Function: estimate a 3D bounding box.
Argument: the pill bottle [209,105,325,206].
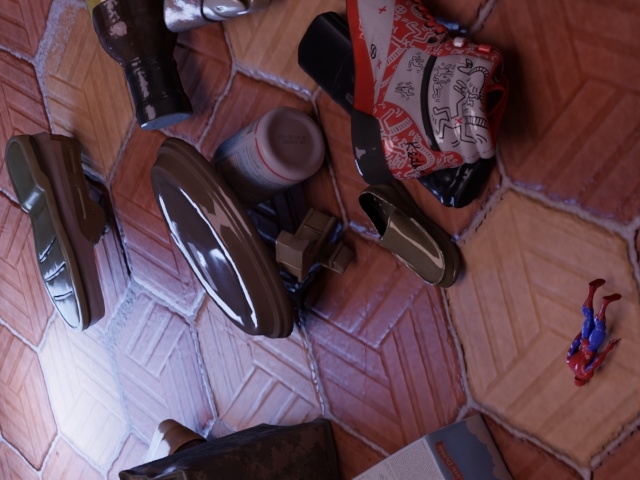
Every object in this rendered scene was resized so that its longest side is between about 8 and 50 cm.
[{"bbox_3d":[-0.072,-0.090,1.450,0.160,0.087,0.087,-25,81,53],"label":"pill bottle"}]

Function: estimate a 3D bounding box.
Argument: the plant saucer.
[{"bbox_3d":[-0.125,0.006,1.494,0.278,0.041,0.278,50,162,23],"label":"plant saucer"}]

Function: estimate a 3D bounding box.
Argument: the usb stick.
[{"bbox_3d":[0.070,-0.139,1.292,0.278,0.045,0.077,47,126,32],"label":"usb stick"}]

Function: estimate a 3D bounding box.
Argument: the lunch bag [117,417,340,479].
[{"bbox_3d":[-0.083,0.380,1.491,0.169,0.235,0.287,-14,89,47],"label":"lunch bag"}]

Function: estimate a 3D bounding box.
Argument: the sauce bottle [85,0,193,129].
[{"bbox_3d":[-0.245,-0.311,1.580,0.111,0.111,0.344,-24,80,52],"label":"sauce bottle"}]

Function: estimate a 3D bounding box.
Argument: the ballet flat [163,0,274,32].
[{"bbox_3d":[-0.085,-0.320,1.388,0.106,0.107,0.316,50,137,16],"label":"ballet flat"}]

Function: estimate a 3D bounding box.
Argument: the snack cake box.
[{"bbox_3d":[0.153,0.333,1.299,0.152,0.089,0.264,-41,69,47],"label":"snack cake box"}]

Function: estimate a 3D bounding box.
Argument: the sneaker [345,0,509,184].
[{"bbox_3d":[0.105,-0.182,1.209,0.145,0.090,0.270,-9,60,15],"label":"sneaker"}]

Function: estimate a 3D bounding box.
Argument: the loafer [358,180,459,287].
[{"bbox_3d":[0.088,-0.005,1.306,0.148,0.050,0.056,50,136,30],"label":"loafer"}]

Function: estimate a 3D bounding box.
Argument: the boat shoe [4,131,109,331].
[{"bbox_3d":[-0.361,-0.020,1.823,0.113,0.103,0.302,-27,79,52],"label":"boat shoe"}]

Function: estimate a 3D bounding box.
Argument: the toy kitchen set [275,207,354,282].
[{"bbox_3d":[0.000,0.000,1.383,0.068,0.083,0.075,25,155,12],"label":"toy kitchen set"}]

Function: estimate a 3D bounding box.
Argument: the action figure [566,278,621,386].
[{"bbox_3d":[0.250,0.090,1.150,0.038,0.030,0.115,46,138,41],"label":"action figure"}]

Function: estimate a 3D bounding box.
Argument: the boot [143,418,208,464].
[{"bbox_3d":[-0.184,0.394,1.741,0.207,0.090,0.248,39,126,41],"label":"boot"}]
